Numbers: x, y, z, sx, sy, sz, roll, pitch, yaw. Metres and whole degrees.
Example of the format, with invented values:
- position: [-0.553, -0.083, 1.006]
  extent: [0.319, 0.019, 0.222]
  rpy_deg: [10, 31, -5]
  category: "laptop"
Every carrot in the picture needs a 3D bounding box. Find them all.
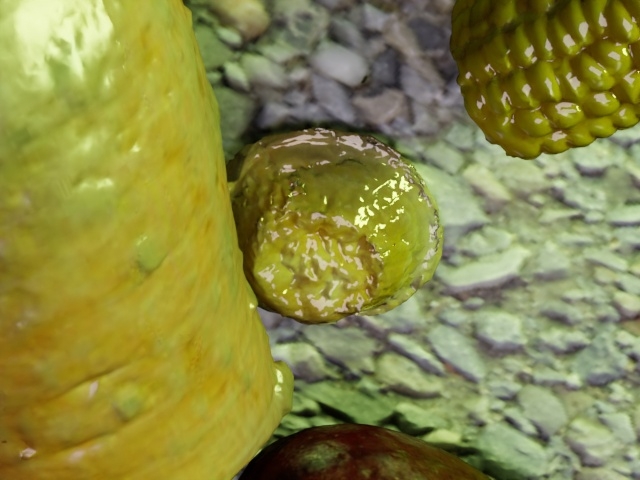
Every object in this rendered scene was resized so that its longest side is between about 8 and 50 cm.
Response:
- position: [-0.147, -0.015, 0.772]
  extent: [0.224, 0.224, 0.341]
  rpy_deg: [-10, 124, 13]
  category: "carrot"

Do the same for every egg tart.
- position: [0.000, 0.000, 0.872]
  extent: [0.128, 0.049, 0.129]
  rpy_deg: [2, 124, 4]
  category: "egg tart"

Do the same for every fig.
- position: [0.076, 0.198, 0.957]
  extent: [0.274, 0.145, 0.170]
  rpy_deg: [10, 111, -17]
  category: "fig"

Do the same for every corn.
- position: [0.207, -0.149, 0.704]
  extent: [0.363, 0.120, 0.120]
  rpy_deg: [-33, 116, 30]
  category: "corn"
